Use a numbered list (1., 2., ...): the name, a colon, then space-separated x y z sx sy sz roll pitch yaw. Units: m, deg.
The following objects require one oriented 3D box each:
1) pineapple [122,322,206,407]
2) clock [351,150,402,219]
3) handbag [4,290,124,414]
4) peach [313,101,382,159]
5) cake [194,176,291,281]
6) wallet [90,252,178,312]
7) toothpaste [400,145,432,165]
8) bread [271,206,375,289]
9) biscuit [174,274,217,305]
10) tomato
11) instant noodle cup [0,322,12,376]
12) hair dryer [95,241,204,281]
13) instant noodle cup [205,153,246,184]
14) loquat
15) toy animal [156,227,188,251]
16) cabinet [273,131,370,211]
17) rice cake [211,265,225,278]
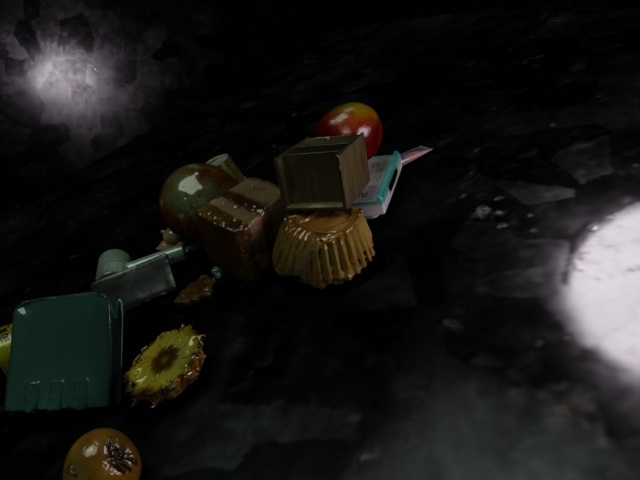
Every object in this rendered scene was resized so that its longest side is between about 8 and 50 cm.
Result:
1. pineapple: -0.343 0.287 1.189 0.224 0.076 0.225 -20 31 13
2. clock: 0.108 -0.146 1.532 0.231 0.116 0.262 -3 37 23
3. handbag: -0.599 0.269 1.253 0.268 0.100 0.274 -9 75 8
4. peach: 0.077 -0.303 1.504 0.197 0.197 0.197 -17 31 11
5. cake: -0.177 -0.048 1.478 0.198 0.196 0.293 21 46 37
6. wallet: -0.548 0.136 1.543 0.244 0.025 0.124 -23 75 -1
7. toothpaste: 0.261 -0.258 1.662 0.194 0.043 0.067 -28 28 -18
8. bread: 0.000 0.000 1.334 0.274 0.149 0.274 -12 30 7
9. biscuit: -0.349 0.145 1.470 0.130 0.019 0.119 -28 31 -7
10. tomato: -0.380 -0.133 1.687 0.270 0.223 0.270 4 32 -2
11. instant noodle cup: -0.782 0.285 1.414 0.144 0.182 0.182 -28 30 -24
12. hair dryer: -0.532 0.065 1.673 0.357 0.108 0.173 -19 32 -9
13. instant noodle cup: -0.373 -0.253 2.007 0.151 0.122 0.151 -18 28 10
14. loquat: -0.401 0.415 0.960 0.141 0.141 0.141 -17 31 11
15. toy animal: -0.498 -0.012 1.757 0.114 0.082 0.091 -12 33 20
16. cabinet: 0.011 -0.184 1.358 0.174 0.148 0.215 1 25 23
17. rice cake: -0.262 0.038 1.564 0.033 0.033 0.208 -5 35 32
